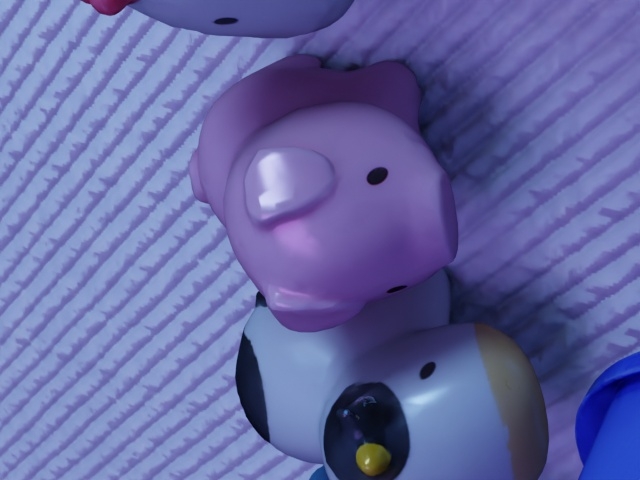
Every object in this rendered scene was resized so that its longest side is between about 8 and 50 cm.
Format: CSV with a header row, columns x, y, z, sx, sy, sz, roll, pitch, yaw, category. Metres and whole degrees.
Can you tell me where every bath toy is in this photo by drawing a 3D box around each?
x,y,z,sx,sy,sz,roll,pitch,yaw,category
0.000,0.000,0.644,0.151,0.129,0.348,6,122,39,bath toy

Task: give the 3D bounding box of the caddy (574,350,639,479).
x,y,z,sx,sy,sz,roll,pitch,yaw,category
0.220,0.150,0.528,0.341,0.179,0.241,19,154,31,caddy
